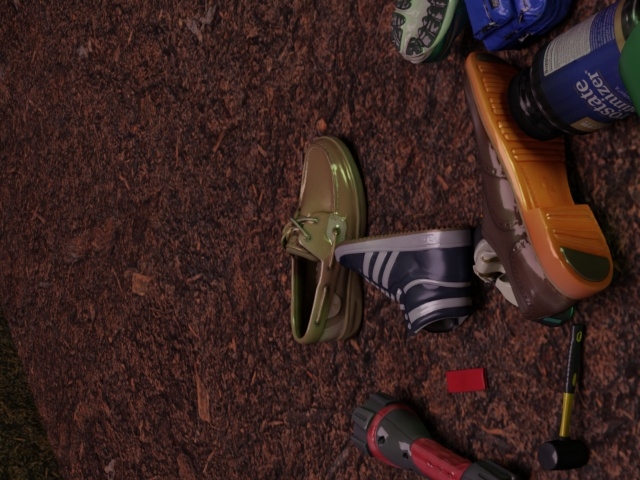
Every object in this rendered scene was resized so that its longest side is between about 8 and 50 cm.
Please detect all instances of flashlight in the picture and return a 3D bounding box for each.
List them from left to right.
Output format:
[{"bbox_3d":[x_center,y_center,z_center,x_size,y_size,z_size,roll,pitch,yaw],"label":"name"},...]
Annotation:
[{"bbox_3d":[0.167,0.314,1.566,0.304,0.103,0.103,20,108,54],"label":"flashlight"}]

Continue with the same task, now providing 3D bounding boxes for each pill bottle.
[{"bbox_3d":[0.322,-0.194,1.247,0.219,0.122,0.123,-27,72,54],"label":"pill bottle"}]

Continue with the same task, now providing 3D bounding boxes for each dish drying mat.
[{"bbox_3d":[0.212,0.203,1.566,0.083,0.008,0.032,-18,79,56],"label":"dish drying mat"}]

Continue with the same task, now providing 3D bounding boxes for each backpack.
[{"bbox_3d":[0.250,-0.298,1.360,0.120,0.101,0.098,-25,81,51],"label":"backpack"}]

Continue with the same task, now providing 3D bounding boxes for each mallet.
[{"bbox_3d":[0.309,0.202,1.373,0.039,0.062,0.190,9,102,54],"label":"mallet"}]

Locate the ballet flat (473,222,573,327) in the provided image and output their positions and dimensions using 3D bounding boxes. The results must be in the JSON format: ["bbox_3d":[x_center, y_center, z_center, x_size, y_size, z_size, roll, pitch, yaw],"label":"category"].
[{"bbox_3d":[0.250,0.042,1.433,0.203,0.074,0.074,50,133,40],"label":"ballet flat"}]

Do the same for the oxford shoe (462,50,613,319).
[{"bbox_3d":[0.237,-0.074,1.363,0.133,0.130,0.364,-44,52,46],"label":"oxford shoe"}]

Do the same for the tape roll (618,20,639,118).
[{"bbox_3d":[0.422,-0.182,0.924,0.321,0.321,0.077,-44,60,49],"label":"tape roll"}]

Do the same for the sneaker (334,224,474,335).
[{"bbox_3d":[0.121,0.064,1.601,0.282,0.099,0.153,-9,88,55],"label":"sneaker"}]

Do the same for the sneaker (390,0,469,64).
[{"bbox_3d":[0.181,-0.366,1.447,0.107,0.110,0.275,34,106,29],"label":"sneaker"}]

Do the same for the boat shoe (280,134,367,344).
[{"bbox_3d":[0.000,0.000,1.757,0.121,0.110,0.341,2,96,56],"label":"boat shoe"}]
